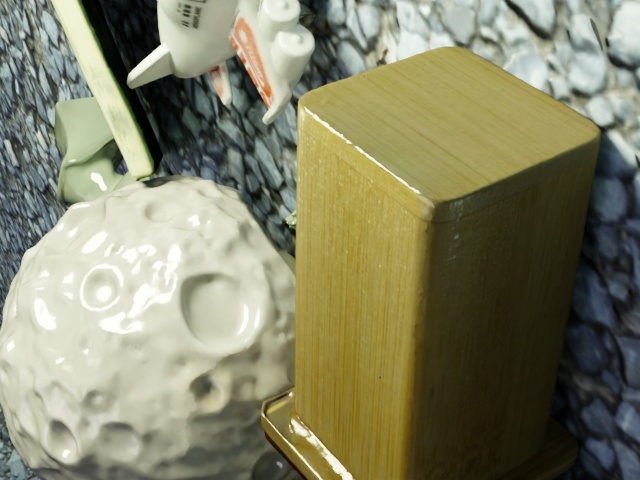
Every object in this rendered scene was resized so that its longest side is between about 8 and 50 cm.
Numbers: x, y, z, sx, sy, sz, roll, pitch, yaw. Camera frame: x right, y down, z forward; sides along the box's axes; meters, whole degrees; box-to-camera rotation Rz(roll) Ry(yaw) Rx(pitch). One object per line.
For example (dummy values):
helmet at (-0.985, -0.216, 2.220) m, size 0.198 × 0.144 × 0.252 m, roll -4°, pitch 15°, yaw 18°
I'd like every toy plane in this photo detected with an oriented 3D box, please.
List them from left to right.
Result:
toy plane at (-0.095, -0.211, 0.937) m, size 0.252 × 0.118 × 0.252 m, roll 40°, pitch 145°, yaw 36°

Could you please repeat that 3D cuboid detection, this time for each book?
book at (-0.229, -0.190, 1.145) m, size 0.371 × 0.043 × 0.260 m, roll -142°, pitch 30°, yaw -81°

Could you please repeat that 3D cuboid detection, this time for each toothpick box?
toothpick box at (0.076, 0.042, 0.787) m, size 0.187 × 0.190 × 0.308 m, roll 42°, pitch 144°, yaw 41°

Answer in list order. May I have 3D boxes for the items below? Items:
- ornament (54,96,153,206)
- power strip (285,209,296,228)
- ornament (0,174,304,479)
ornament at (-0.261, -0.057, 1.394) m, size 0.285 × 0.120 × 0.130 m, roll 49°, pitch 153°, yaw 30°
power strip at (0.000, 0.000, 1.052) m, size 0.083 × 0.035 × 0.055 m, roll 53°, pitch 153°, yaw 15°
ornament at (-0.143, 0.113, 1.044) m, size 0.337 × 0.337 × 0.337 m, roll 43°, pitch 148°, yaw 36°
